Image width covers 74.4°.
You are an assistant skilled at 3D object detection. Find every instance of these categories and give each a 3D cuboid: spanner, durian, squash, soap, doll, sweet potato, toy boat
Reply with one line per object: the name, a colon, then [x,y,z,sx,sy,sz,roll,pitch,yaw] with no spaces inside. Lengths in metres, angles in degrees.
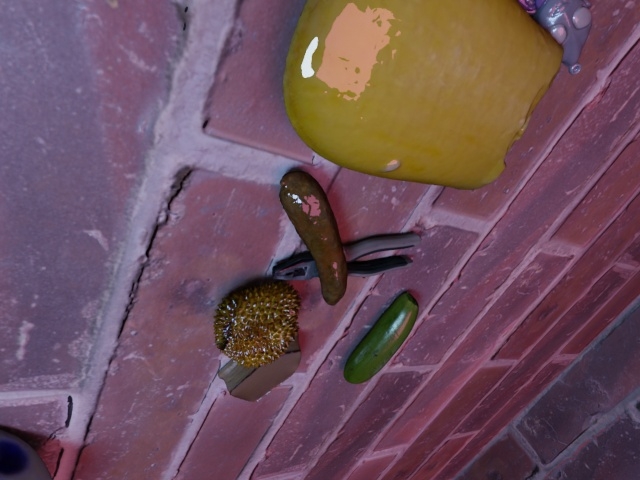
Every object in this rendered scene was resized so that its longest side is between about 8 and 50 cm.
spanner: [0.058,0.040,0.828,0.325,0.040,0.095,-7,129,-27]
durian: [-0.113,0.153,0.761,0.168,0.137,0.158,-12,111,-33]
squash: [0.147,0.252,1.030,0.082,0.082,0.292,16,117,-39]
soap: [0.147,-0.224,0.603,0.428,0.115,0.305,10,125,-35]
doll: [0.367,-0.349,0.658,0.102,0.075,0.227,-31,127,20]
sweet potato: [0.000,0.000,0.711,0.075,0.075,0.273,-27,125,-9]
toy boat: [-0.113,0.264,0.901,0.188,0.061,0.116,-41,135,6]

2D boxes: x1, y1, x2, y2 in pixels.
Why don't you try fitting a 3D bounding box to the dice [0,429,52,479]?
dice: [-0.634,0.466,0.619,0.304,0.277,0.304,-39,133,2]
